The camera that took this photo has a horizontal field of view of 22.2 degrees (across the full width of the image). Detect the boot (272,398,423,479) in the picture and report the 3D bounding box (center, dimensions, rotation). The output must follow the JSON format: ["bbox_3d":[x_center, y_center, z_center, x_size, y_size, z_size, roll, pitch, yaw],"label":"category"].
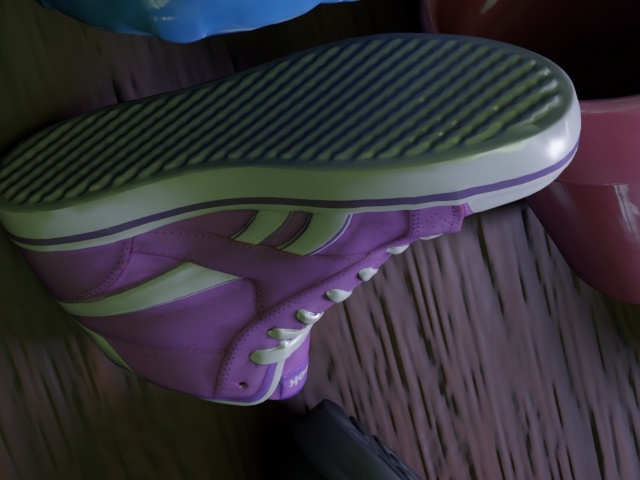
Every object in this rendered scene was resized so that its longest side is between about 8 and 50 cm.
[{"bbox_3d":[-0.044,0.353,0.909,0.445,0.146,0.367,-41,117,-2],"label":"boot"}]

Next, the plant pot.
[{"bbox_3d":[0.168,-0.072,0.834,0.201,0.201,0.180,-34,133,-11],"label":"plant pot"}]

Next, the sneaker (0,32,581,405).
[{"bbox_3d":[0.000,-0.001,0.770,0.282,0.102,0.161,-8,128,25],"label":"sneaker"}]

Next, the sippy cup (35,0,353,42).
[{"bbox_3d":[-0.055,-0.212,0.670,0.305,0.240,0.224,3,123,14],"label":"sippy cup"}]
